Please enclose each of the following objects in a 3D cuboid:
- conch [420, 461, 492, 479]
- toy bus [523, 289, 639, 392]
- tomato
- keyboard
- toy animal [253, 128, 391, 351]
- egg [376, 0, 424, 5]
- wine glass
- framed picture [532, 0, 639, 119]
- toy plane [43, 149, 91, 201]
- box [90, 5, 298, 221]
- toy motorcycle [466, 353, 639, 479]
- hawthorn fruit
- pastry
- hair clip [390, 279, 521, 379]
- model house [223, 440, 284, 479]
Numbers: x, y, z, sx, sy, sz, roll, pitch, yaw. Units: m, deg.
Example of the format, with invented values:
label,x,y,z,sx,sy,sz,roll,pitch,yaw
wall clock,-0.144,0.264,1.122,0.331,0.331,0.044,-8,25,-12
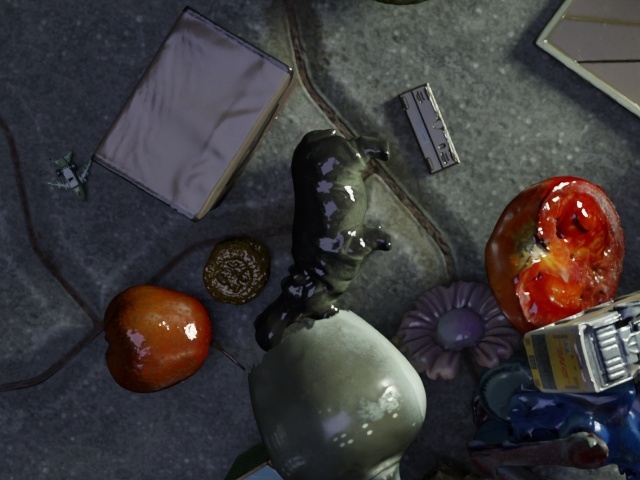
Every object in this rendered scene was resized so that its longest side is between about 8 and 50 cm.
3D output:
label,x,y,z,sx,sy,sz,roll,pitch,yaw
conch,0.197,0.407,1.353,0.155,0.130,0.207,39,123,6
toy bus,0.426,0.116,1.220,0.342,0.138,0.097,-14,87,-35
tomato,0.311,0.029,1.297,0.200,0.139,0.233,26,81,-32
keyboard,0.160,-0.165,1.377,0.049,0.015,0.129,-22,91,13
toy animal,0.015,0.009,1.355,0.168,0.106,0.343,13,94,-2
egg,0.128,-0.455,1.253,0.238,0.238,0.289,43,77,3
wine glass,0.052,0.267,1.217,0.238,0.238,0.323,-33,72,8
framed picture,0.502,-0.284,1.321,0.324,0.020,0.240,35,97,4
toy plane,-0.386,-0.097,1.441,0.080,0.033,0.083,-28,90,-6
box,-0.174,-0.180,1.349,0.188,0.153,0.252,31,97,3
toy motorcycle,0.373,0.264,1.323,0.319,0.241,0.182,5,54,13
hawthorn fruit,-0.219,0.145,1.389,0.203,0.162,0.163,-4,94,-15
pastry,-0.126,0.044,1.408,0.097,0.057,0.109,36,100,-2
hair clip,0.135,0.150,1.345,0.300,0.173,0.069,-24,130,17
model house,-0.067,0.389,1.358,0.271,0.178,0.206,2,100,10
